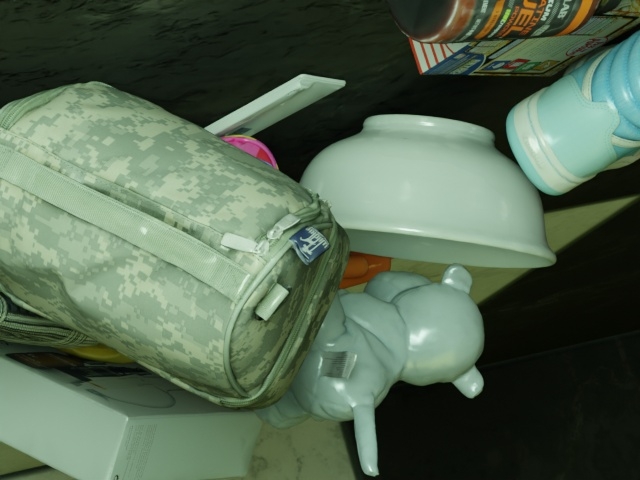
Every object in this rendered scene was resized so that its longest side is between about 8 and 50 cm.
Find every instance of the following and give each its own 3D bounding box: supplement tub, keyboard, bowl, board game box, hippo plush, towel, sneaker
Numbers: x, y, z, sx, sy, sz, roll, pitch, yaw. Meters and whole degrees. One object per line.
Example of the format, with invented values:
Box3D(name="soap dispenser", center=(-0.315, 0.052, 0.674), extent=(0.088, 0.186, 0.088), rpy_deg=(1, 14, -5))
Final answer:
Box3D(name="supplement tub", center=(0.156, -0.215, 1.400), extent=(0.198, 0.106, 0.106), rpy_deg=(-8, 165, -33))
Box3D(name="keyboard", center=(-0.091, -0.110, 1.740), extent=(0.256, 0.014, 0.072), rpy_deg=(-25, 169, 34))
Box3D(name="bowl", center=(0.108, -0.055, 1.834), extent=(0.297, 0.134, 0.298), rpy_deg=(7, 176, 1))
Box3D(name="board game box", center=(0.201, -0.203, 1.628), extent=(0.193, 0.045, 0.147), rpy_deg=(-4, 161, -44))
Box3D(name="hippo plush", center=(0.056, 0.082, 1.874), extent=(0.236, 0.234, 0.294), rpy_deg=(-18, -167, -26))
Box3D(name="towel", center=(-0.412, 0.063, 1.684), extent=(0.324, 0.056, 0.312), rpy_deg=(7, 175, 20))
Box3D(name="sneaker", center=(0.334, -0.153, 1.710), extent=(0.208, 0.127, 0.319), rpy_deg=(-29, -175, 35))

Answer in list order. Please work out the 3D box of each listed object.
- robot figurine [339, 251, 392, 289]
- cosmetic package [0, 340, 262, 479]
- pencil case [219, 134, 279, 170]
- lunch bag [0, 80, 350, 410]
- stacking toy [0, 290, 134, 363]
Box3D(name="robot figurine", center=(0.000, 0.000, 2.043), extent=(0.219, 0.158, 0.128), rpy_deg=(-15, 150, -5))
Box3D(name="cosmetic package", center=(-0.298, 0.180, 2.048), extent=(0.377, 0.097, 0.284), rpy_deg=(20, -175, 29))
Box3D(name="pencil case", center=(-0.107, -0.002, 1.763), extent=(0.104, 0.104, 0.236), rpy_deg=(-11, 146, -23))
Box3D(name="lunch bag", center=(-0.139, 0.002, 1.486), extent=(0.305, 0.213, 0.256), rpy_deg=(26, 177, 14))
Box3D(name="stacking toy", center=(-0.309, 0.016, 1.893), extent=(0.279, 0.130, 0.309), rpy_deg=(12, 159, -6))
